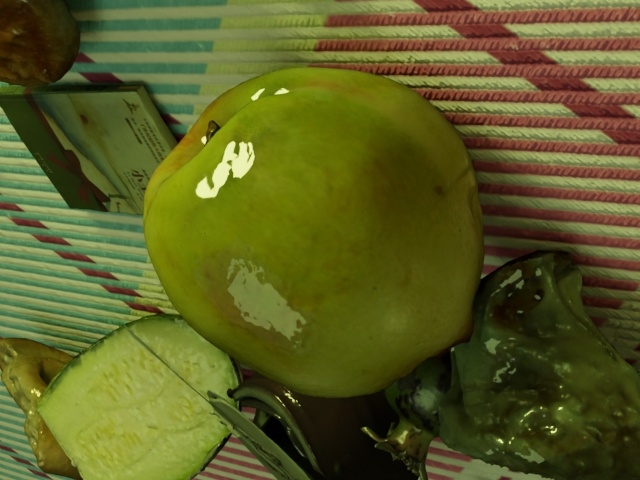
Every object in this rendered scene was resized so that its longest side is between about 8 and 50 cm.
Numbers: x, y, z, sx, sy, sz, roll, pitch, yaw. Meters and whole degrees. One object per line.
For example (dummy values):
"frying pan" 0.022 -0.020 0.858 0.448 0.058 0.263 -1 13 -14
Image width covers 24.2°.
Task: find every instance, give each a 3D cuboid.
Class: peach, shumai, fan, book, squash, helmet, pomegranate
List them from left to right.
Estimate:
"book" -0.267 -0.110 1.838 0.289 0.026 0.201 4 134 44
"squash" -0.227 0.225 2.054 0.234 0.210 0.309 57 153 2
"fan" -0.119 0.229 1.887 0.414 0.012 0.233 36 161 33
"peach" -0.008 -0.003 1.439 0.314 0.281 0.316 -22 106 35
"helmet" 0.033 0.225 1.818 0.225 0.177 0.305 34 162 35
"pomegranate" 0.125 0.171 1.668 0.148 0.169 0.148 42 -167 -12
"shumai" 0.260 0.133 1.477 0.260 0.222 0.225 19 176 -15

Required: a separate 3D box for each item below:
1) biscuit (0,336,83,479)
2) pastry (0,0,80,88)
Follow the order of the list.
"biscuit" -0.385 0.253 2.284 0.213 0.091 0.274 18 -159 -45
"pastry" -0.367 -0.264 1.666 0.229 0.100 0.218 3 140 33
